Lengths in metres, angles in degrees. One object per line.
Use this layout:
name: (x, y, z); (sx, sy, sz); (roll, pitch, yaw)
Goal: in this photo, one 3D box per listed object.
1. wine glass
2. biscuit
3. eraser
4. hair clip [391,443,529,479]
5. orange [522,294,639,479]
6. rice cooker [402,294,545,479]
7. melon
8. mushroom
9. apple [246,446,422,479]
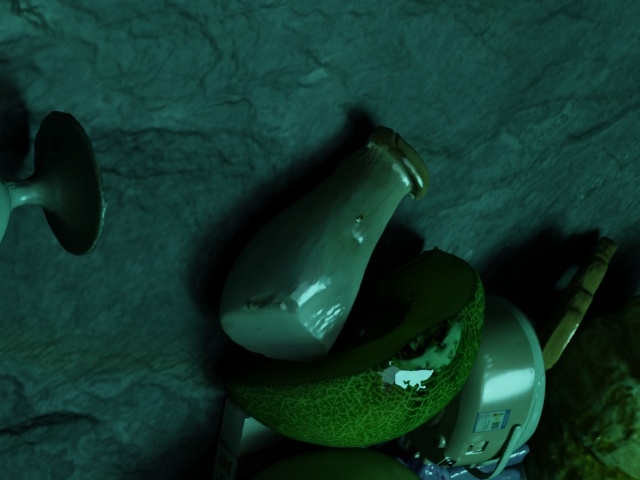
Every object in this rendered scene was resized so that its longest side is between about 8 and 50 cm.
wine glass: (-0.262, -0.017, 0.846); (0.231, 0.103, 0.103); (-14, 133, -33)
biscuit: (0.279, 0.077, 1.487); (0.144, 0.040, 0.236); (-68, 166, 19)
eraser: (-0.039, 0.227, 1.365); (0.157, 0.038, 0.230); (-19, 136, -34)
hair clip: (0.134, 0.273, 1.545); (0.278, 0.090, 0.137); (-20, 134, -34)
orange: (0.360, 0.214, 1.616); (0.210, 0.271, 0.368); (16, 120, -4)
rice cooker: (0.159, 0.156, 1.420); (0.127, 0.145, 0.206); (-4, 125, -30)
melon: (0.068, 0.125, 1.233); (0.265, 0.169, 0.129); (-30, 108, -25)
mushroom: (0.000, 0.000, 1.157); (0.116, 0.093, 0.225); (33, 82, -30)
apple: (0.015, 0.330, 1.293); (0.262, 0.262, 0.262); (-28, 140, -26)
